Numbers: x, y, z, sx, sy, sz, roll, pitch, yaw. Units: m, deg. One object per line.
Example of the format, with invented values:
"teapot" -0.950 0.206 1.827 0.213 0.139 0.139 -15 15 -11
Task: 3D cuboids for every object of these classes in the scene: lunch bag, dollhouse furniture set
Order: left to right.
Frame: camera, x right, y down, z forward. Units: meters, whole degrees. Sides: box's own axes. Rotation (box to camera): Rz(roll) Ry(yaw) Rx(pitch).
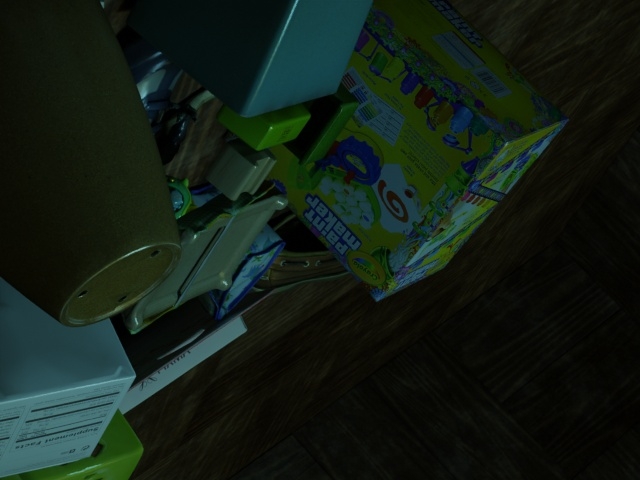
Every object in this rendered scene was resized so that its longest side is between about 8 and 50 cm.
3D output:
"dollhouse furniture set" -0.129 -0.074 1.729 0.197 0.151 0.301 -23 153 -56
"lunch bag" -0.141 0.016 2.137 0.096 0.129 0.151 -25 159 -45

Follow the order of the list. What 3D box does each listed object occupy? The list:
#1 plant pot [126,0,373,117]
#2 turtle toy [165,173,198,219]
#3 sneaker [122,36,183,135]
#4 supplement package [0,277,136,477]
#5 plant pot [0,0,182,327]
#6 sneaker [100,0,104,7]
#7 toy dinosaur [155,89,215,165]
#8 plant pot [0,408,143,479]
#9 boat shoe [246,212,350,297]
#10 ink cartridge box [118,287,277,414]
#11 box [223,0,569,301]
"plant pot" -0.038 -0.269 1.556 0.165 0.166 0.234 -23 148 -53
"turtle toy" -0.208 -0.032 1.931 0.130 0.095 0.066 -42 144 -5
"sneaker" -0.208 -0.078 1.693 0.319 0.131 0.112 -51 163 28
"supplement package" -0.325 0.073 1.471 0.204 0.262 0.145 -9 147 -35
"plant pot" -0.232 -0.062 1.378 0.237 0.254 0.237 -31 162 -11
"sneaker" -0.220 -0.230 1.455 0.083 0.031 0.035 7 104 -65
"toy dinosaur" -0.184 -0.109 1.827 0.268 0.064 0.118 -45 169 -12
"plant pot" -0.391 0.265 2.018 0.207 0.227 0.228 -19 153 -45
"boat shoe" 0.000 0.000 2.496 0.307 0.110 0.104 -28 161 -44
"ink cartridge box" -0.222 0.168 2.239 0.296 0.066 0.261 -34 -164 -32
"box" 0.088 -0.136 1.993 0.177 0.290 0.279 -23 156 -55
